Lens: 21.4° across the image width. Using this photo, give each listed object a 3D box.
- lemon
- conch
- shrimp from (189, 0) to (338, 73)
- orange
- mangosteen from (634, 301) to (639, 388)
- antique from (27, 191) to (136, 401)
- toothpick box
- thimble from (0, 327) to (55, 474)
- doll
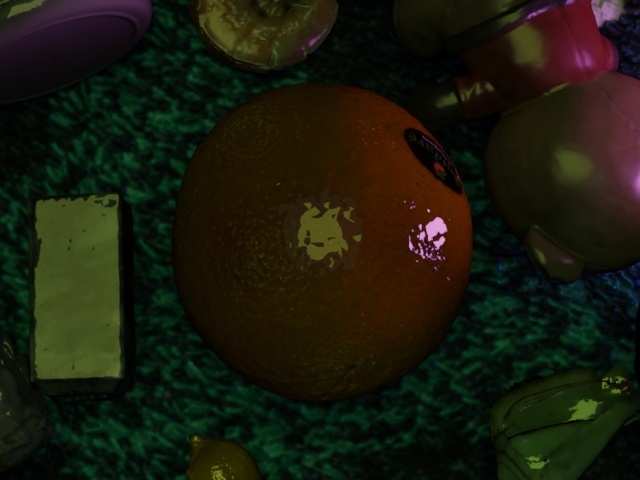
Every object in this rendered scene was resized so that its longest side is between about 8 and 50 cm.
[{"bbox_3d":[-0.087,0.210,1.515,0.065,0.065,0.092,-38,87,-6],"label":"lemon"},{"bbox_3d":[0.217,0.158,1.523,0.170,0.079,0.105,-33,87,-21],"label":"conch"},{"bbox_3d":[-0.059,-0.278,1.619,0.144,0.052,0.251,-2,80,-16],"label":"shrimp"},{"bbox_3d":[0.000,0.000,1.455,0.274,0.274,0.274,0,80,1],"label":"orange"},{"bbox_3d":[0.399,0.110,1.428,0.233,0.287,0.287,-25,80,-26],"label":"mangosteen"},{"bbox_3d":[-0.215,0.055,1.534,0.086,0.088,0.183,-3,79,1],"label":"antique"},{"bbox_3d":[-0.294,-0.302,1.549,0.229,0.229,0.316,-22,79,-3],"label":"toothpick box"},{"bbox_3d":[-0.316,0.140,1.499,0.118,0.127,0.151,-29,86,-3],"label":"thimble"},{"bbox_3d":[0.212,-0.128,1.519,0.235,0.174,0.330,-23,83,-36],"label":"doll"}]
